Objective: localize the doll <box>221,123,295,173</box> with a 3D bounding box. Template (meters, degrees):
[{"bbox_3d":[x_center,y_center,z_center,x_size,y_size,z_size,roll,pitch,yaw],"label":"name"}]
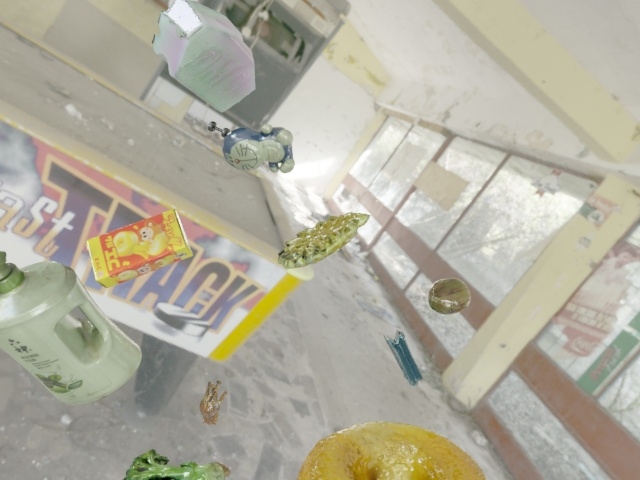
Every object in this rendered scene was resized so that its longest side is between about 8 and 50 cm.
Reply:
[{"bbox_3d":[-0.226,-0.334,1.729,0.228,0.258,0.154,85,-6,-56],"label":"doll"}]

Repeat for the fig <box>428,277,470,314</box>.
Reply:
[{"bbox_3d":[0.340,0.152,1.299,0.154,0.109,0.103,9,44,-56],"label":"fig"}]

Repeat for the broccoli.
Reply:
[{"bbox_3d":[-0.347,0.635,1.144,0.269,0.269,0.254,30,18,-26],"label":"broccoli"}]

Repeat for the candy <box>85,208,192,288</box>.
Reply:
[{"bbox_3d":[-0.540,0.024,1.434,0.088,0.276,0.146,92,-26,-67],"label":"candy"}]

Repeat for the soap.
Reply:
[{"bbox_3d":[-0.391,-0.649,1.690,0.156,0.261,0.446,60,10,14],"label":"soap"}]

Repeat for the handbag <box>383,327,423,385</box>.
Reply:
[{"bbox_3d":[0.280,0.389,1.606,0.179,0.062,0.229,64,1,8],"label":"handbag"}]

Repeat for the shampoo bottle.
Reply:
[{"bbox_3d":[-0.322,0.101,0.573,0.087,0.118,0.234,55,-14,45],"label":"shampoo bottle"}]

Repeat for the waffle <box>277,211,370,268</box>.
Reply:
[{"bbox_3d":[0.001,0.002,1.138,0.204,0.223,0.054,3,-55,60],"label":"waffle"}]

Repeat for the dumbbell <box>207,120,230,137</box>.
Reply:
[{"bbox_3d":[-0.376,-0.411,1.776,0.083,0.040,0.036,27,-7,9],"label":"dumbbell"}]

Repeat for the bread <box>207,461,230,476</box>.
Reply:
[{"bbox_3d":[-0.315,0.689,1.365,0.082,0.113,0.060,29,3,-14],"label":"bread"}]

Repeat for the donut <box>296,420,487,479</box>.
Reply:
[{"bbox_3d":[0.151,0.521,1.011,0.435,0.164,0.377,7,12,4],"label":"donut"}]

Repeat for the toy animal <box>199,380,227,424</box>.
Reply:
[{"bbox_3d":[-0.321,0.485,1.428,0.056,0.099,0.241,16,-31,1],"label":"toy animal"}]
